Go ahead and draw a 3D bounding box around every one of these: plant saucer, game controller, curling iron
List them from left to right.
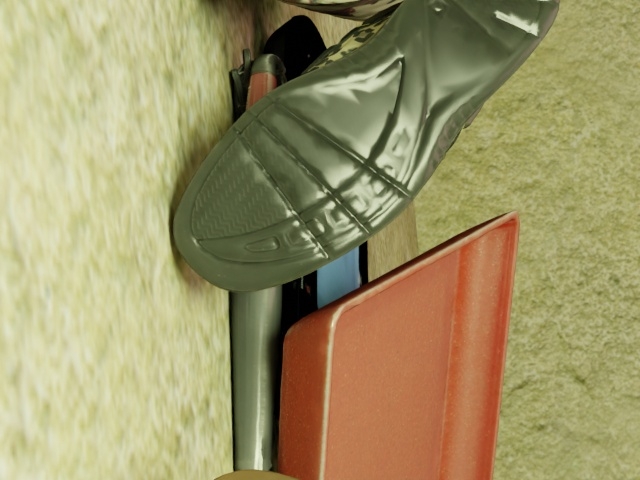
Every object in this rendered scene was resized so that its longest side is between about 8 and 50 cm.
[{"bbox_3d":[-0.032,0.010,0.745,0.068,0.035,0.274,70,17,-63],"label":"curling iron"},{"bbox_3d":[0.000,0.000,0.878,0.166,0.067,0.319,75,12,-54],"label":"game controller"},{"bbox_3d":[0.043,0.126,0.782,0.258,0.048,0.259,-24,123,-58],"label":"plant saucer"}]

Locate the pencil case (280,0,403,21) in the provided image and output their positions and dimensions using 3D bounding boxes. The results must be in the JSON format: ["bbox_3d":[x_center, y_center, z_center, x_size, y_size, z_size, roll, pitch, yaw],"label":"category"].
[{"bbox_3d":[0.031,-0.227,0.819,0.410,0.183,0.160,-49,115,-80],"label":"pencil case"}]

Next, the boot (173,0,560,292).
[{"bbox_3d":[0.015,-0.052,0.696,0.085,0.236,0.178,47,-13,-1],"label":"boot"}]

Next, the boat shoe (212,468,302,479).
[{"bbox_3d":[-0.037,0.219,0.361,0.110,0.121,0.341,-54,-161,38],"label":"boat shoe"}]
